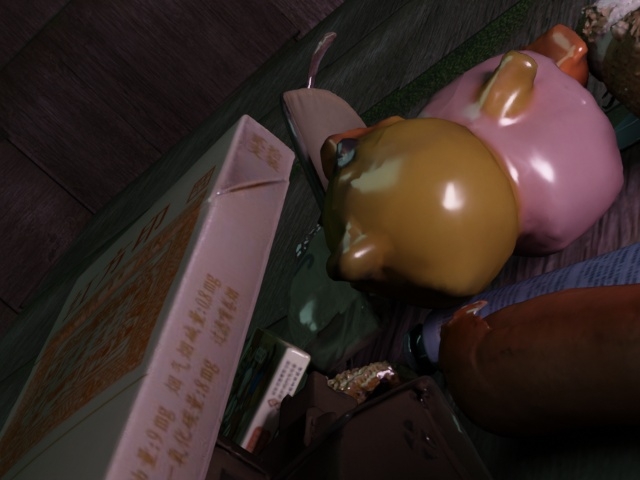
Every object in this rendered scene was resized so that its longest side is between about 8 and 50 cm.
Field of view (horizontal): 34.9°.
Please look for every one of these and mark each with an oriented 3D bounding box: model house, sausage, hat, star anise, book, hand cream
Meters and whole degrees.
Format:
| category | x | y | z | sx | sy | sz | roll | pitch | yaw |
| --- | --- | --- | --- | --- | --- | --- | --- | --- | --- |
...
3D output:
| category | x | y | z | sx | sy | sz | roll | pitch | yaw |
| --- | --- | --- | --- | --- | --- | --- | --- | --- | --- |
| model house | -0.021 | 0.159 | 0.611 | 0.211 | 0.204 | 0.243 | -44 | 20 | 22 |
| sausage | 0.210 | 0.055 | 0.509 | 0.094 | 0.094 | 0.419 | -7 | -5 | -31 |
| hat | 0.000 | 0.000 | 0.908 | 0.149 | 0.244 | 0.214 | -35 | 0 | 21 |
| star anise | 0.006 | -0.094 | 1.161 | 0.218 | 0.227 | 0.148 | -40 | 7 | -19 |
| book | -0.089 | 0.200 | 0.836 | 0.264 | 0.027 | 0.202 | -64 | 10 | -5 |
| hand cream | 0.160 | 0.047 | 0.716 | 0.256 | 0.055 | 0.088 | -27 | 18 | 42 |

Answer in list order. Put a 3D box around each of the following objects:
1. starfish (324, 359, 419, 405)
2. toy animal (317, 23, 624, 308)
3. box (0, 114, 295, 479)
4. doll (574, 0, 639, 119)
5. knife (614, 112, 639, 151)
| category | x | y | z | sx | sy | sz | roll | pitch | yaw |
| --- | --- | --- | --- | --- | --- | --- | --- | --- | --- |
| starfish | -0.009 | 0.185 | 0.787 | 0.238 | 0.071 | 0.216 | -38 | 12 | 47 |
| toy animal | 0.108 | -0.040 | 0.769 | 0.281 | 0.169 | 0.195 | -24 | -38 | -30 |
| box | -0.119 | 0.095 | 0.552 | 0.205 | 0.051 | 0.365 | -40 | 21 | 32 |
| doll | 0.275 | -0.138 | 0.765 | 0.105 | 0.114 | 0.221 | -12 | 22 | -10 |
| knife | 0.326 | -0.153 | 0.838 | 0.260 | 0.035 | 0.063 | -49 | 28 | 14 |
